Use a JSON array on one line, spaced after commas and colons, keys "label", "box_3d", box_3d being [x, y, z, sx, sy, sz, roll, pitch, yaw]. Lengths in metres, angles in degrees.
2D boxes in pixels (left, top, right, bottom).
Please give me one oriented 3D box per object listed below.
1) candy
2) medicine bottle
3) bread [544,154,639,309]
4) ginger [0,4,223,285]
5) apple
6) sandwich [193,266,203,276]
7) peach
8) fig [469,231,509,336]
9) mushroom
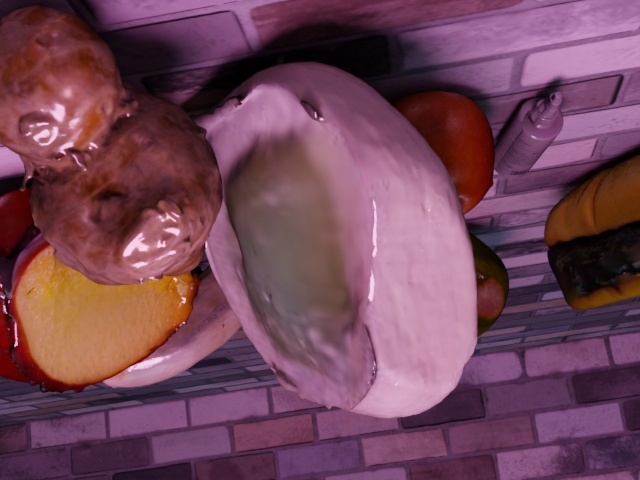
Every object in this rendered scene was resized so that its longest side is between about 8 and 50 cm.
[{"label": "candy", "box_3d": [0.000, 0.000, 1.058, 0.186, 0.386, 0.427, -26, -166, -31]}, {"label": "medicine bottle", "box_3d": [0.258, -0.135, 1.194, 0.057, 0.058, 0.199, -6, 163, -6]}, {"label": "bread", "box_3d": [0.497, -0.027, 1.396, 0.251, 0.208, 0.376, -6, 165, -30]}, {"label": "ginger", "box_3d": [-0.188, -0.059, 0.952, 0.176, 0.256, 0.375, -38, 167, -5]}, {"label": "apple", "box_3d": [0.125, -0.092, 1.134, 0.163, 0.139, 0.163, -5, 164, -2]}, {"label": "sandwich", "box_3d": [-0.283, 0.106, 1.583, 0.301, 0.162, 0.250, 11, 160, -41]}, {"label": "peach", "box_3d": [-0.331, 0.048, 1.286, 0.201, 0.258, 0.361, 21, -167, 34]}, {"label": "fig", "box_3d": [0.168, 0.046, 1.602, 0.275, 0.206, 0.206, 31, 146, -25]}, {"label": "mushroom", "box_3d": [-0.179, 0.105, 1.458, 0.351, 0.123, 0.095, -36, 158, -27]}]
